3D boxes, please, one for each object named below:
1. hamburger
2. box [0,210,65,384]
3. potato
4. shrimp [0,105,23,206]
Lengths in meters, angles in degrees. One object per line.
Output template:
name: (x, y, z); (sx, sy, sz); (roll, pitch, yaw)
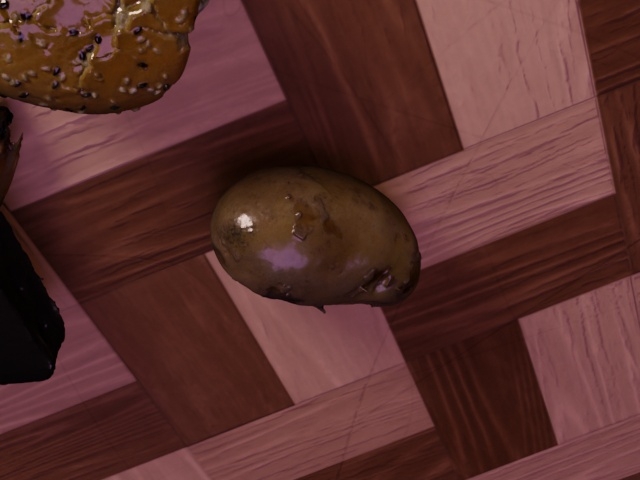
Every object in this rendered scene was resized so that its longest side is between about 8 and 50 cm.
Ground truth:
hamburger: (-0.240, -0.215, 1.003); (0.288, 0.167, 0.192); (0, 129, -17)
box: (-0.480, 0.044, 1.193); (0.350, 0.091, 0.359); (-6, 136, 10)
potato: (0.000, 0.000, 1.289); (0.262, 0.165, 0.165); (21, 123, -35)
shrimp: (-0.407, -0.076, 1.170); (0.173, 0.058, 0.253); (14, 130, -16)
